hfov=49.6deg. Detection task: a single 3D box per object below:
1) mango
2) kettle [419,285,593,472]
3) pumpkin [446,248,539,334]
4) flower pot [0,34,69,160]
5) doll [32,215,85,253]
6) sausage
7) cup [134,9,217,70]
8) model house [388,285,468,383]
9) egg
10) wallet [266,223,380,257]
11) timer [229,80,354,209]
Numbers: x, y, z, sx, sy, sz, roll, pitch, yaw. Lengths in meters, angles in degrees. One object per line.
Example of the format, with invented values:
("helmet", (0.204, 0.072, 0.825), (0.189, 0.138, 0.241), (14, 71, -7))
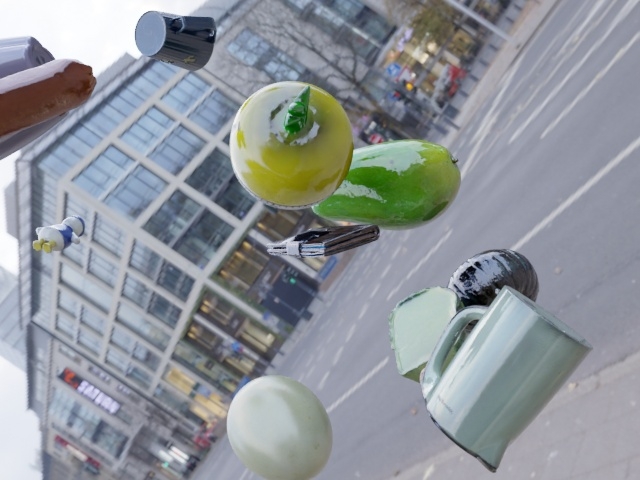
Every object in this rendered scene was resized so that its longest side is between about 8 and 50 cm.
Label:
("mango", (0.158, -0.128, 1.712), (0.382, 0.225, 0.201), (-10, 35, 16))
("kettle", (0.282, 0.208, 1.140), (0.255, 0.165, 0.240), (-57, 37, 12))
("pumpkin", (0.450, 0.152, 1.738), (0.248, 0.248, 0.248), (-56, 0, 0))
("flower pot", (-0.696, -0.322, 1.509), (0.243, 0.264, 0.265), (-23, 3, 4))
("doll", (-0.522, -0.015, 1.405), (0.143, 0.099, 0.057), (-58, -21, -63))
("sausage", (-0.594, -0.253, 1.306), (0.349, 0.094, 0.097), (-27, -54, -21))
("cup", (-0.341, -0.493, 1.665), (0.177, 0.131, 0.155), (-20, -7, 33))
("model house", (0.290, 0.233, 1.604), (0.195, 0.189, 0.214), (-36, 33, 21))
("egg", (-0.076, 0.365, 1.332), (0.188, 0.189, 0.254), (-56, 38, -2))
("wallet", (0.000, 0.000, 1.280), (0.124, 0.042, 0.230), (-17, 10, -29))
("timer", (-0.054, -0.214, 1.403), (0.285, 0.285, 0.285), (-56, 0, 0))
